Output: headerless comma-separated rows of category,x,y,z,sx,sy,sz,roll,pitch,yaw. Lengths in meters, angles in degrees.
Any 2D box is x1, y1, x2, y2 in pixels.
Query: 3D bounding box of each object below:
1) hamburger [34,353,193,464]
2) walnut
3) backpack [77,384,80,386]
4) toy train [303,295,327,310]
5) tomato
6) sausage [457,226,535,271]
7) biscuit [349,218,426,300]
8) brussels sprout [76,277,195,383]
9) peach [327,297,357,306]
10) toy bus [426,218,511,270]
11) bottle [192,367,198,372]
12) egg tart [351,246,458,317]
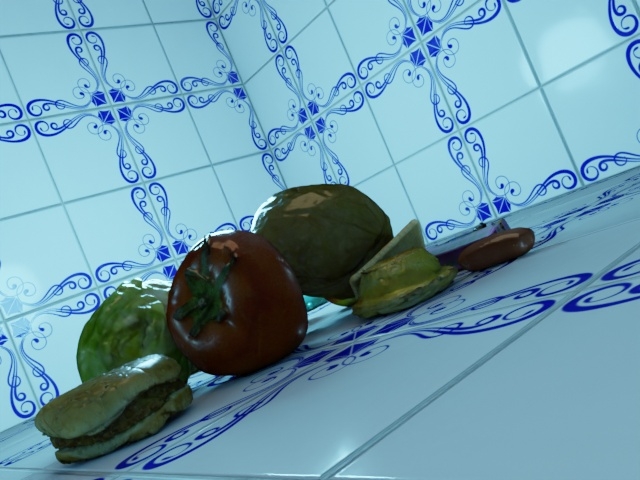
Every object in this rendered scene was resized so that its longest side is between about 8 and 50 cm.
hamburger,-0.405,0.326,1.262,0.283,0.145,0.259,-29,1,6
walnut,0.000,0.000,1.770,0.397,0.354,0.308,-4,52,27
backpack,-0.714,0.499,2.137,0.165,0.106,0.120,2,25,40
toy train,-0.083,0.252,2.552,0.248,0.101,0.159,-23,15,-37
tomato,-0.188,0.144,1.490,0.341,0.342,0.272,-24,-15,29
sausage,0.411,0.021,1.503,0.194,0.077,0.077,-24,-1,34
biscuit,0.178,0.064,1.676,0.249,0.030,0.160,-43,-36,-14
brussels sprout,-0.438,0.264,1.595,0.344,0.268,0.344,-52,-20,-28
peach,0.074,0.109,2.003,0.190,0.192,0.190,-39,19,16
toy bus,0.383,0.030,1.729,0.274,0.090,0.112,-26,6,46
bottle,-0.427,0.385,2.012,0.269,0.083,0.083,-26,0,-17
egg tart,0.189,0.097,1.522,0.288,0.119,0.288,-22,2,1
